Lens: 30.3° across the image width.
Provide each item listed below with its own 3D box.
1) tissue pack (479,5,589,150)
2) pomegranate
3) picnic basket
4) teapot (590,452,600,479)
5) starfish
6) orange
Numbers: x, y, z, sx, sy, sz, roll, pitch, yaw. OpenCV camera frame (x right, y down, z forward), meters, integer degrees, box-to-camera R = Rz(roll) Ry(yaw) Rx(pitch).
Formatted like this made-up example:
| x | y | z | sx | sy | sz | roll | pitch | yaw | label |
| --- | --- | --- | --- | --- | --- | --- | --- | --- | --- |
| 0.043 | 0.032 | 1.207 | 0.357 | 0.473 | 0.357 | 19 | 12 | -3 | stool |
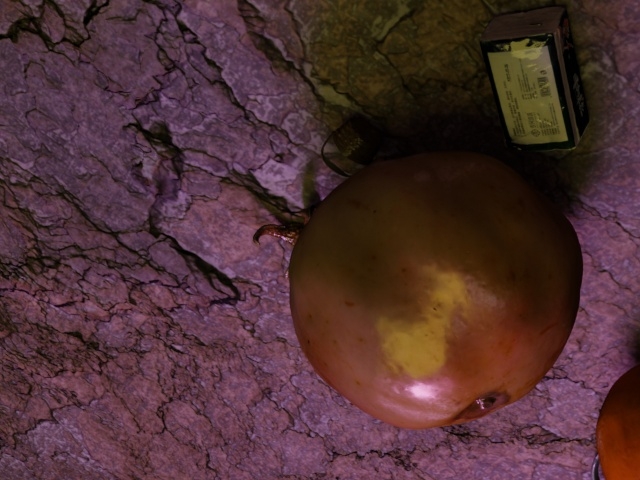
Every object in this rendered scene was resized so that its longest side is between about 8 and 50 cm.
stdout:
| x | y | z | sx | sy | sz | roll | pitch | yaw | label |
| --- | --- | --- | --- | --- | --- | --- | --- | --- | --- |
| 0.273 | -0.201 | 1.500 | 0.103 | 0.090 | 0.170 | -2 | 125 | 25 | tissue pack |
| 0.146 | 0.053 | 1.597 | 0.412 | 0.411 | 0.411 | 13 | 132 | 14 | pomegranate |
| 0.042 | -0.129 | 1.679 | 0.072 | 0.072 | 0.083 | 37 | 121 | -9 | picnic basket |
| 0.530 | 0.430 | 1.895 | 0.239 | 0.162 | 0.149 | 51 | 127 | 19 | teapot |
| 0.001 | 0.000 | 1.806 | 0.190 | 0.074 | 0.146 | -11 | 124 | 31 | starfish |
| 0.524 | 0.290 | 1.692 | 0.261 | 0.261 | 0.261 | 13 | 132 | 14 | orange |
